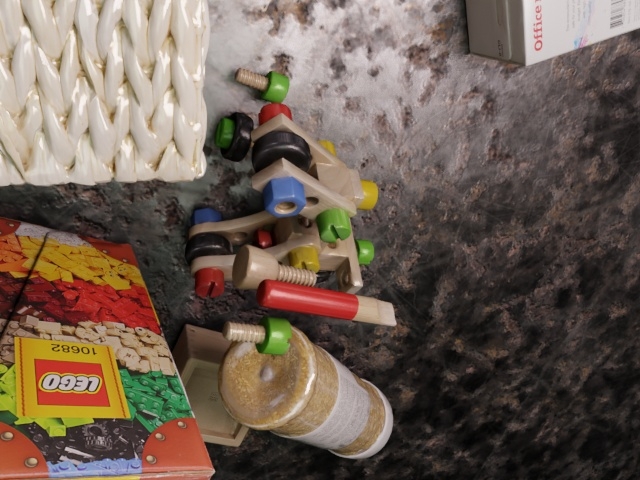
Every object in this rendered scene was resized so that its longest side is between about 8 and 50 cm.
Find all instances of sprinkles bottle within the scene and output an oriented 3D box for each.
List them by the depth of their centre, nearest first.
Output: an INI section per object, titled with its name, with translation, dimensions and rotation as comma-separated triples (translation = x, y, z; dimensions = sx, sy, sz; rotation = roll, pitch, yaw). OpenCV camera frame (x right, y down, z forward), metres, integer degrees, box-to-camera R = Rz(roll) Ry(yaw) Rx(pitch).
[sprinkles bottle]
translation = 0.000, 0.217, 0.712
dimensions = 0.121, 0.121, 0.355
rotation = -37, 146, 2

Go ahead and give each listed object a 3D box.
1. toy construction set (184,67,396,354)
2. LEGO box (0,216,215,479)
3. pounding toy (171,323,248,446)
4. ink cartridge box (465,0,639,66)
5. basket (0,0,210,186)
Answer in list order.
[toy construction set]
translation = 0.000, 0.000, 0.598
dimensions = 0.237, 0.309, 0.257
rotation = 13, 118, -29
[LEGO box]
translation = -0.344, 0.279, 0.547
dimensions = 0.193, 0.372, 0.500
rotation = 16, 110, -37
[pounding toy]
translation = -0.199, 0.214, 0.738
dimensions = 0.206, 0.094, 0.181
rotation = 21, 106, -25
[ink cartridge box]
translation = 0.278, -0.301, 0.626
dimensions = 0.176, 0.127, 0.128
rotation = -20, 119, -8
[basket]
translation = -0.236, -0.231, 0.382
dimensions = 0.266, 0.328, 0.331
rotation = -4, 116, -21
